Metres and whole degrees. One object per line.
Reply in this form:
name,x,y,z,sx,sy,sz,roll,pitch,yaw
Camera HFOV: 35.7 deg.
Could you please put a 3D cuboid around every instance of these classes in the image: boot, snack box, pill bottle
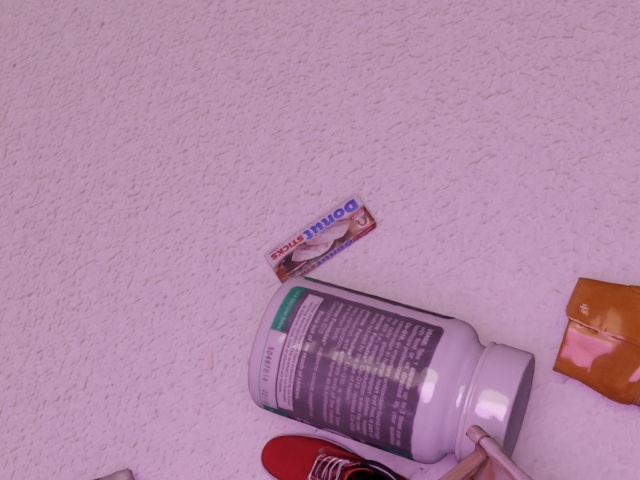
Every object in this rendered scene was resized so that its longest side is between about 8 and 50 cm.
boot,0.463,0.087,1.385,0.211,0.104,0.295,25,81,22
boot,0.012,0.317,1.374,0.244,0.176,0.088,14,75,21
snack box,0.000,0.000,1.585,0.178,0.022,0.064,-34,63,0
pill bottle,0.100,0.189,1.385,0.361,0.204,0.204,15,74,20

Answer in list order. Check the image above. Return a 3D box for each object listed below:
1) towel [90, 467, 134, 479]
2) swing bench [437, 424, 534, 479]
towel,-0.365,0.533,1.465,0.312,0.056,0.324,-24,67,8
swing bench,0.200,0.403,1.168,0.254,0.165,0.253,-43,58,-5
